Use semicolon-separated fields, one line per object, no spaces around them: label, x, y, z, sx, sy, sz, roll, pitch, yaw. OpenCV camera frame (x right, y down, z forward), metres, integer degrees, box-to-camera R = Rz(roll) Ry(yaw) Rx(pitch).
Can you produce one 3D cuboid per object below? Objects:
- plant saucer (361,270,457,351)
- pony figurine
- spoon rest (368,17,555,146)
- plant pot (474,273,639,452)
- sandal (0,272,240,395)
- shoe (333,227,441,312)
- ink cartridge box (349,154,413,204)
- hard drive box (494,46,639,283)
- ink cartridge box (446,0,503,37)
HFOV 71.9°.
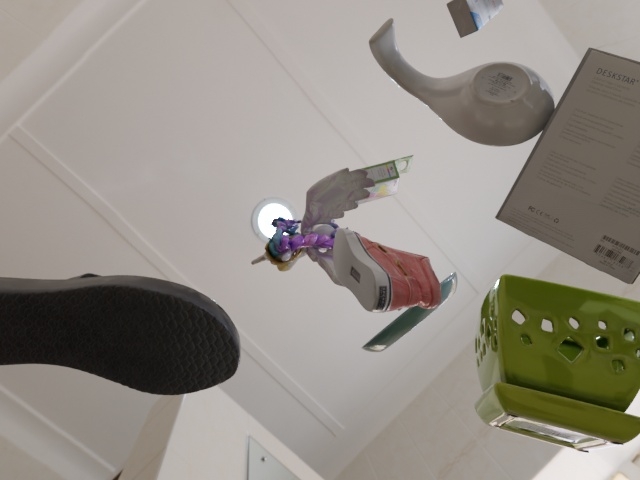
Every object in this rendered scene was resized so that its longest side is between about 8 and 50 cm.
plant saucer;0.241;0.196;1.153;0.317;0.317;0.044;-38;-102;-2
pony figurine;0.000;0.000;1.202;0.351;0.363;0.303;-19;-92;0
spoon rest;0.196;-0.225;0.636;0.276;0.084;0.137;38;-101;22
plant pot;0.373;0.209;0.717;0.228;0.227;0.207;11;-117;14
sandal;-0.189;0.065;0.371;0.254;0.054;0.097;8;-71;2
shoe;0.073;0.033;0.532;0.081;0.178;0.064;3;-72;-16
ink cartridge box;0.165;-0.166;1.246;0.209;0.109;0.062;-15;-109;-1
hard drive box;0.367;-0.093;0.560;0.181;0.089;0.232;32;-66;23
ink cartridge box;0.207;-0.312;0.586;0.083;0.028;0.048;-45;-66;-29
